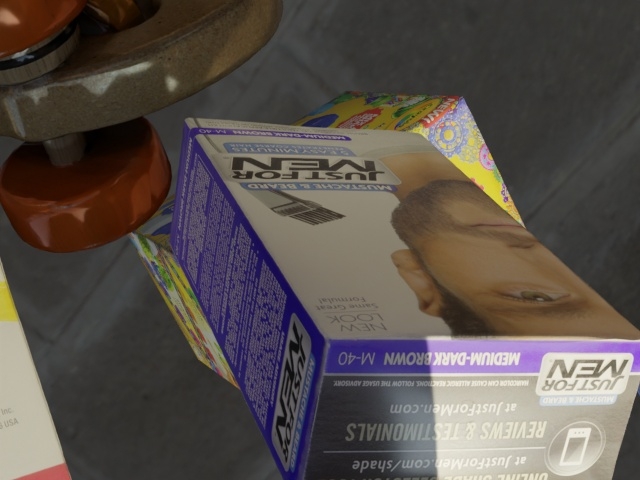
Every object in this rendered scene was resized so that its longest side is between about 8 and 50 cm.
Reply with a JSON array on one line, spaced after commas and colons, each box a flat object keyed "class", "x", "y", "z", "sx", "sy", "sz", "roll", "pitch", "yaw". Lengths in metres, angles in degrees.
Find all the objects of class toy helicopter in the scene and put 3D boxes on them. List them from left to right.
[{"class": "toy helicopter", "x": -0.156, "y": -0.150, "z": 0.707, "sx": 0.355, "sy": 0.235, "sz": 0.140, "roll": 24, "pitch": 145, "yaw": 42}]

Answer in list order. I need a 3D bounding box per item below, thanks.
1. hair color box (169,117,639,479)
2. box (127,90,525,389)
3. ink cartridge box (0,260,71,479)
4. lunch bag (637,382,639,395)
[{"class": "hair color box", "x": 0.031, "y": 0.027, "z": 0.804, "sx": 0.185, "sy": 0.339, "sz": 0.110, "roll": 2, "pitch": 114, "yaw": -20}, {"class": "box", "x": 0.000, "y": 0.000, "z": 1.273, "sx": 0.177, "sy": 0.290, "sz": 0.279, "roll": 63, "pitch": 164, "yaw": -17}, {"class": "ink cartridge box", "x": -0.369, "y": 0.110, "z": 0.949, "sx": 0.160, "sy": 0.279, "sz": 0.384, "roll": -29, "pitch": 77, "yaw": 52}, {"class": "lunch bag", "x": 0.334, "y": 0.118, "z": 1.215, "sx": 0.098, "sy": 0.065, "sz": 0.067, "roll": 56, "pitch": 147, "yaw": -10}]
